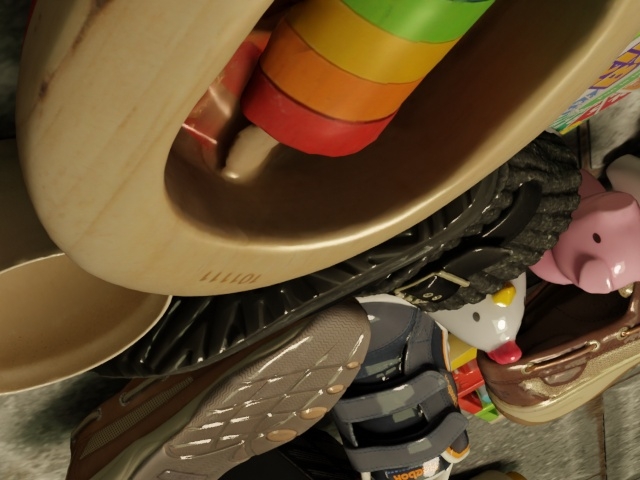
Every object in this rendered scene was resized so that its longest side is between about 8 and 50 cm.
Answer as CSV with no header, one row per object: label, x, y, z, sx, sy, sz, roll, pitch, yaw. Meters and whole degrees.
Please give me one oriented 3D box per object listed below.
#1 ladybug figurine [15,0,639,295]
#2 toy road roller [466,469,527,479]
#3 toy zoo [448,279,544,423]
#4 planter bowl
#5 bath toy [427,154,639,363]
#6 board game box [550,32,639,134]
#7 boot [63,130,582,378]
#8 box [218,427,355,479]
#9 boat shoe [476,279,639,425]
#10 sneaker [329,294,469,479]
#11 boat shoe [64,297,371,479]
ladybug figurine,0.015,-0.143,0.682,0.305,0.162,0.449,6,141,-40
toy road roller,0.193,0.487,1.914,0.202,0.240,0.329,-21,155,-38
toy zoo,0.210,0.115,1.499,0.192,0.030,0.293,-32,153,14
planter bowl,-0.184,0.008,0.861,0.162,0.109,0.162,-21,154,-11
bath toy,0.236,-0.002,1.167,0.348,0.129,0.151,-20,155,-19
board game box,0.191,-0.124,0.947,0.124,0.039,0.259,-32,169,14
boot,0.002,0.004,0.998,0.348,0.131,0.260,-18,172,19
box,-0.001,0.262,1.360,0.103,0.184,0.261,-56,155,1
boat shoe,0.288,0.034,1.311,0.342,0.123,0.123,-33,140,0
sneaker,0.069,0.144,1.288,0.126,0.127,0.321,-15,149,9
boat shoe,-0.100,0.125,1.154,0.324,0.116,0.123,-37,144,22
